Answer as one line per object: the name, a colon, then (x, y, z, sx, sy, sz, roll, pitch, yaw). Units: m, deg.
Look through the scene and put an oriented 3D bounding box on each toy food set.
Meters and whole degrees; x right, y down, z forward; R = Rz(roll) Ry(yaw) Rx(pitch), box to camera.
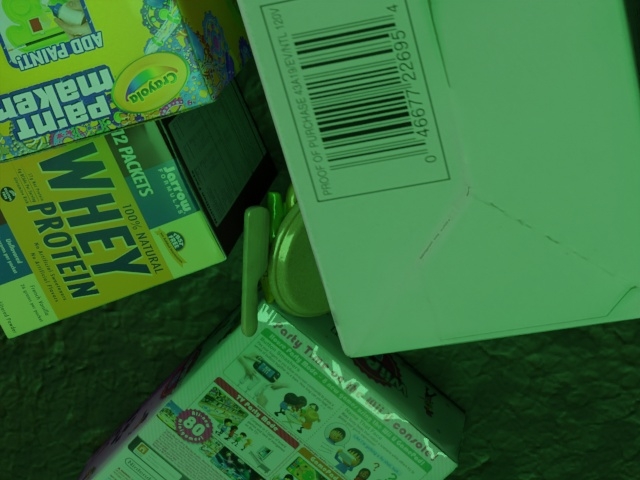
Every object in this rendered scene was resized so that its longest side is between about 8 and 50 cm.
toy food set: (0.000, 0.000, 1.306, 0.038, 0.192, 0.132, 29, 123, 42)

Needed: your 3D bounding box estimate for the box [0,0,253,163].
box: (-0.165, -0.245, 1.155, 0.177, 0.290, 0.279, -15, 107, 16)

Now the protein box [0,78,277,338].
protein box: (-0.167, -0.046, 1.281, 0.200, 0.201, 0.136, -20, 106, 17)

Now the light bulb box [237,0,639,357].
light bulb box: (0.103, -0.174, 1.070, 0.225, 0.361, 0.358, -8, 118, 14)

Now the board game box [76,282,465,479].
board game box: (-0.053, 0.202, 1.416, 0.224, 0.097, 0.303, 41, 114, -8)
